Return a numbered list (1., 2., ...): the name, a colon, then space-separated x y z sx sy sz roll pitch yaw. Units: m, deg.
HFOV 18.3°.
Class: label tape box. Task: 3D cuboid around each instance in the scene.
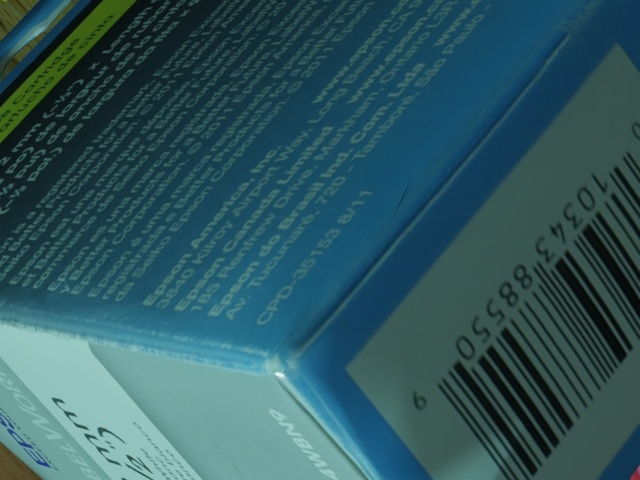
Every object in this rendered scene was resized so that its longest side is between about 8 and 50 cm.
1. label tape box: -0.004 -0.030 0.644 0.115 0.249 0.347 51 156 -24

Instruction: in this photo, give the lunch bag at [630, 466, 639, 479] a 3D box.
1. lunch bag: 0.236 0.094 0.668 0.258 0.120 0.293 51 156 -25
